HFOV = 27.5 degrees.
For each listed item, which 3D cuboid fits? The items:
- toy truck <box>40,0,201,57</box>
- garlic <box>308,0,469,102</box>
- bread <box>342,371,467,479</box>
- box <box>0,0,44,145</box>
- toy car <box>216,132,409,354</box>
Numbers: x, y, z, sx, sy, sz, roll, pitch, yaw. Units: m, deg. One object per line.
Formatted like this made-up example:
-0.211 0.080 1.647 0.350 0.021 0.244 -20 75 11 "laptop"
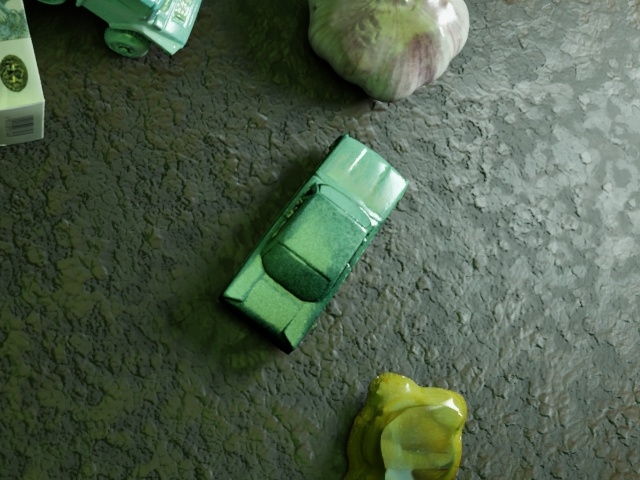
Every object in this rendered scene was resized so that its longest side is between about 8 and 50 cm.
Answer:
-0.286 -0.376 1.816 0.279 0.156 0.155 31 69 -39 "toy truck"
0.111 -0.353 1.905 0.245 0.253 0.245 4 68 -10 "garlic"
0.119 0.308 1.834 0.160 0.088 0.233 17 76 -15 "bread"
-0.436 -0.277 1.789 0.069 0.164 0.257 -12 80 -15 "box"
0.000 0.000 1.869 0.141 0.097 0.321 37 72 -4 "toy car"
